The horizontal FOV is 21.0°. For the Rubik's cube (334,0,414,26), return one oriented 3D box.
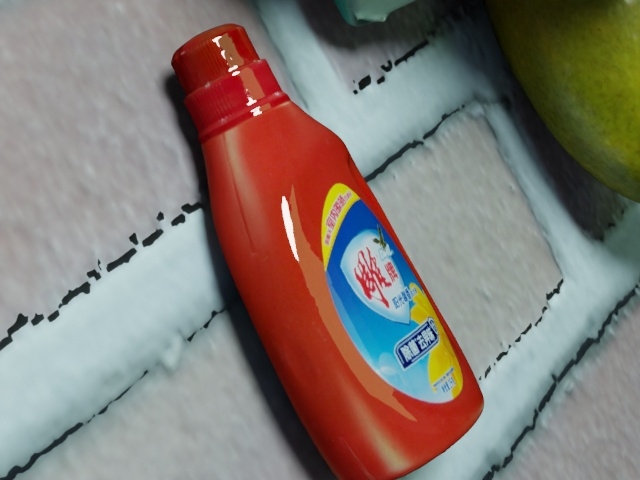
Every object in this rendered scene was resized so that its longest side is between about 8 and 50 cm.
[{"bbox_3d":[0.053,-0.203,0.653,0.265,0.224,0.213,-2,58,-52],"label":"Rubik's cube"}]

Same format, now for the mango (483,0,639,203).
[{"bbox_3d":[0.132,-0.159,0.808,0.146,0.129,0.289,36,47,-56],"label":"mango"}]

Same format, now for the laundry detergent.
[{"bbox_3d":[0.000,0.000,0.607,0.165,0.049,0.097,64,27,-3],"label":"laundry detergent"}]
